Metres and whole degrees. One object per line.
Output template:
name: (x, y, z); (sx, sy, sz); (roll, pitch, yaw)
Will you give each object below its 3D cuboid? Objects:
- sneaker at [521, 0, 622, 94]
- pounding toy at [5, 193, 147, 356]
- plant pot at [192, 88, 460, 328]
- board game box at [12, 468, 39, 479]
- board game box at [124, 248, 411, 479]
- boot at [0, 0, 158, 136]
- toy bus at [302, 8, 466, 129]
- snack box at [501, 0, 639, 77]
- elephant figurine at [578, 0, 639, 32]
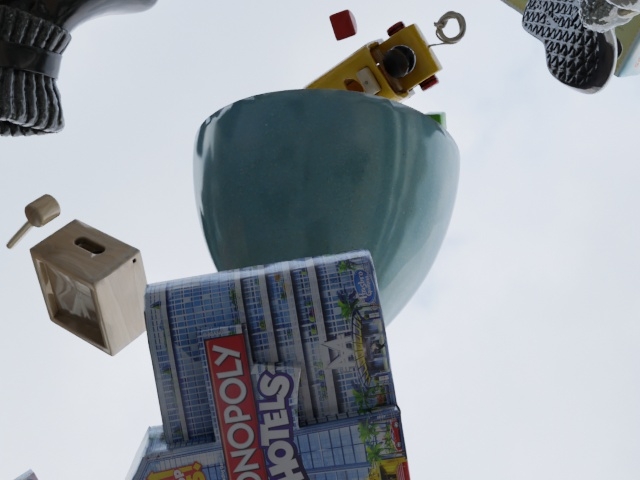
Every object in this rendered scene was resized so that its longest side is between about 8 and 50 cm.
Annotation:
sneaker: (0.298, -0.224, 1.152); (0.097, 0.235, 0.084); (18, -60, -16)
pounding toy: (-0.318, 0.018, 1.373); (0.181, 0.206, 0.094); (23, -135, 32)
plant pot: (0.000, 0.000, 1.106); (0.290, 0.290, 0.196); (0, -114, 9)
board game box: (-0.327, 0.307, 1.125); (0.090, 0.020, 0.090); (-30, -74, -21)
board game box: (-0.047, 0.118, 0.660); (0.194, 0.060, 0.194); (-10, -80, -3)
boot: (-0.371, -0.279, 1.497); (0.347, 0.131, 0.260); (-7, -100, -24)
toy bus: (0.075, -0.215, 1.400); (0.190, 0.104, 0.202); (17, -67, 19)
snack box: (0.310, -0.369, 1.336); (0.322, 0.060, 0.187); (43, -52, 29)
elephant figurine: (0.203, -0.200, 0.643); (0.169, 0.186, 0.239); (-23, -156, -31)
